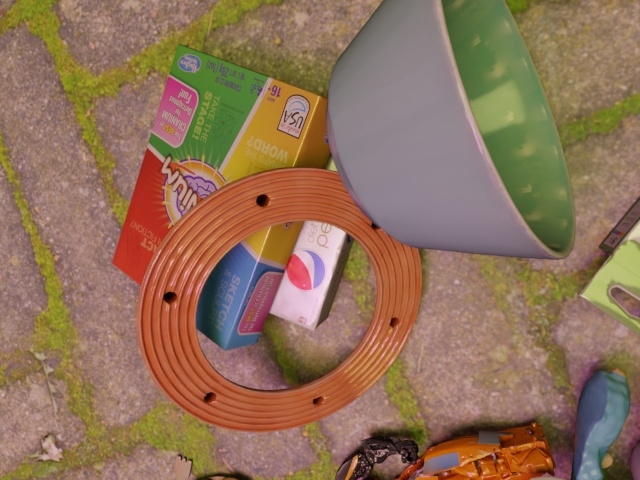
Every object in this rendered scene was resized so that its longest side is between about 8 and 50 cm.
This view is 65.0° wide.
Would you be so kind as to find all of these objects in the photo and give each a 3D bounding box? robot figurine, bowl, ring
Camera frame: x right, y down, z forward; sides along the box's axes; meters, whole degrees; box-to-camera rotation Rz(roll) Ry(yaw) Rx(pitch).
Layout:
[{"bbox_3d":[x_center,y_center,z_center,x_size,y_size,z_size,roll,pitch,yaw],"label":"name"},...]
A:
[{"bbox_3d":[0.157,0.337,0.630,0.291,0.085,0.211,-22,91,16],"label":"robot figurine"},{"bbox_3d":[0.121,-0.113,0.509,0.163,0.312,0.311,-19,90,35],"label":"bowl"},{"bbox_3d":[-0.035,0.077,0.584,0.337,0.032,0.336,-8,113,-19],"label":"ring"}]

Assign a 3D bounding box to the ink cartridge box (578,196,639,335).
[{"bbox_3d":[0.389,0.003,0.545,0.109,0.062,0.209,35,104,9],"label":"ink cartridge box"}]

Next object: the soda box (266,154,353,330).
[{"bbox_3d":[0.000,0.000,0.649,0.074,0.069,0.216,20,100,13],"label":"soda box"}]

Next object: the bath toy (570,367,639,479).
[{"bbox_3d":[0.449,0.246,0.500,0.348,0.129,0.151,9,141,25],"label":"bath toy"}]

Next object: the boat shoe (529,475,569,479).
[{"bbox_3d":[0.295,0.309,0.522,0.184,0.066,0.063,18,136,8],"label":"boat shoe"}]

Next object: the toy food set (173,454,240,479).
[{"bbox_3d":[-0.146,0.409,0.744,0.192,0.038,0.132,13,99,14],"label":"toy food set"}]

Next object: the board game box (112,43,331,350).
[{"bbox_3d":[-0.130,-0.059,0.642,0.242,0.064,0.316,28,104,29],"label":"board game box"}]
